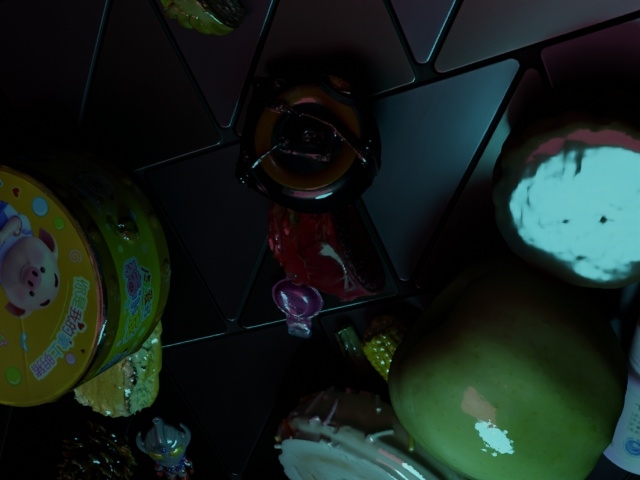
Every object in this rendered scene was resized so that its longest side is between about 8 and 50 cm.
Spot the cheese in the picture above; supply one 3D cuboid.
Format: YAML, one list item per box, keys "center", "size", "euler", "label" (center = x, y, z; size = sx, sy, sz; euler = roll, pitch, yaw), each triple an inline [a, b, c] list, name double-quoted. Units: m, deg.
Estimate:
- center: [-0.039, 0.116, 1.878]
  size: [0.095, 0.038, 0.145]
  euler: [10, 130, 15]
  label: "cheese"

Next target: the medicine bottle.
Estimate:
- center: [0.532, 0.236, 1.687]
  size: [0.151, 0.152, 0.255]
  euler: [13, 126, 11]
  label: "medicine bottle"

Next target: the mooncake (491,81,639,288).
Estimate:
- center: [0.391, -0.080, 1.527]
  size: [0.290, 0.161, 0.290]
  euler: [9, 126, 13]
  label: "mooncake"

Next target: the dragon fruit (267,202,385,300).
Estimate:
- center: [0.000, 0.000, 1.735]
  size: [0.162, 0.189, 0.262]
  euler: [-23, 111, -3]
  label: "dragon fruit"

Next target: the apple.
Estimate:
- center: [0.289, 0.206, 1.635]
  size: [0.357, 0.357, 0.357]
  euler: [9, 124, 14]
  label: "apple"

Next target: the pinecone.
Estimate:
- center: [-0.459, 0.452, 2.165]
  size: [0.173, 0.174, 0.174]
  euler: [9, 124, 14]
  label: "pinecone"

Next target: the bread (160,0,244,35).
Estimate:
- center: [-0.199, -0.364, 1.604]
  size: [0.094, 0.083, 0.157]
  euler: [-21, 114, 42]
  label: "bread"

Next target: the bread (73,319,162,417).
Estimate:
- center: [-0.387, 0.219, 2.011]
  size: [0.174, 0.121, 0.246]
  euler: [20, 124, 22]
  label: "bread"

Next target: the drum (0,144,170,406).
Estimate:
- center: [-0.482, 0.054, 1.813]
  size: [0.431, 0.214, 0.431]
  euler: [6, 106, 22]
  label: "drum"

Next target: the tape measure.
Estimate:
- center: [-0.018, -0.144, 1.607]
  size: [0.222, 0.135, 0.202]
  euler: [10, 82, 16]
  label: "tape measure"

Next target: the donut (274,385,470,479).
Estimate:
- center: [0.097, 0.400, 1.899]
  size: [0.382, 0.142, 0.383]
  euler: [23, 148, 16]
  label: "donut"

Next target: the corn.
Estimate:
- center: [0.218, 0.266, 1.840]
  size: [0.363, 0.120, 0.120]
  euler: [42, 125, -5]
  label: "corn"

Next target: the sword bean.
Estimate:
- center: [0.099, 0.258, 1.923]
  size: [0.043, 0.038, 0.269]
  euler: [-4, 123, 51]
  label: "sword bean"

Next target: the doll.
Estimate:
- center: [-0.309, 0.422, 2.155]
  size: [0.104, 0.062, 0.195]
  euler: [3, 129, 18]
  label: "doll"
